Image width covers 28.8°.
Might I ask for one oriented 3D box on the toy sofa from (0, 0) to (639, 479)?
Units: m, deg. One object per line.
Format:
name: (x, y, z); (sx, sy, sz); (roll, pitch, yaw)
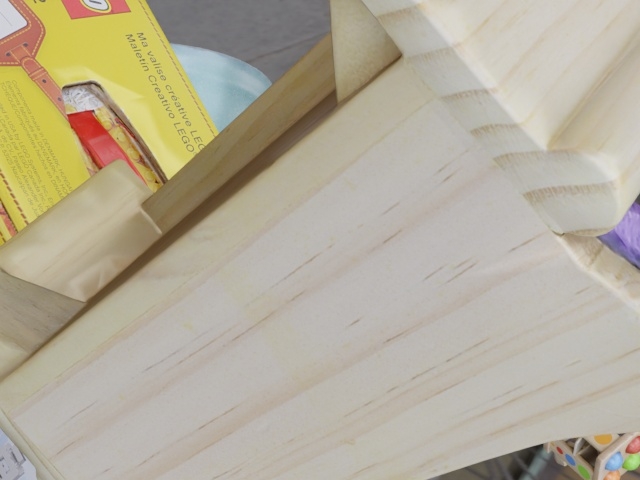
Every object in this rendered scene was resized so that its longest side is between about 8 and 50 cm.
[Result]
toy sofa: (0.000, 0.000, 0.489); (0.177, 0.362, 0.150); (48, 49, -6)

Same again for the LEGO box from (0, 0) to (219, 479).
LEGO box: (-0.216, 0.057, 0.910); (0.193, 0.372, 0.500); (-19, 76, -45)

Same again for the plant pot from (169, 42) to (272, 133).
plant pot: (-0.197, -0.077, 1.405); (0.293, 0.293, 0.196); (6, 73, -25)

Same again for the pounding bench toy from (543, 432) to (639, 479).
pounding bench toy: (0.218, 0.166, 0.986); (0.052, 0.065, 0.083); (-33, 143, -21)
